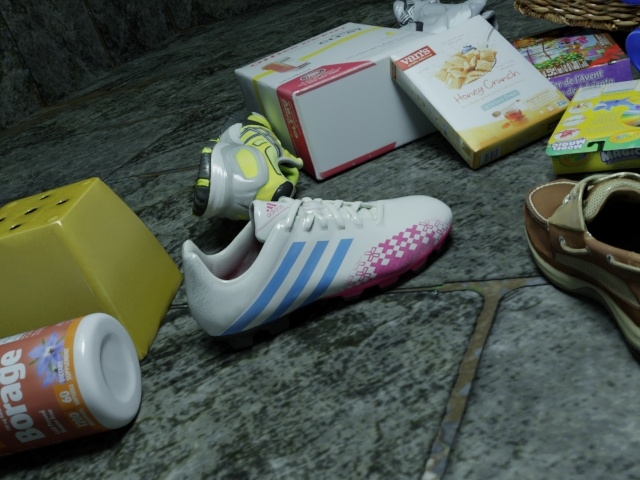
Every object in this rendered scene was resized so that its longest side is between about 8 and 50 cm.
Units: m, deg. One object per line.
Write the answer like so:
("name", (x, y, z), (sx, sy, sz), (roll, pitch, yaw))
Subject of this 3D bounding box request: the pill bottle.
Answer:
("pill bottle", (-0.308, 0.158, 0.802), (0.216, 0.121, 0.121), (-16, 24, 10))

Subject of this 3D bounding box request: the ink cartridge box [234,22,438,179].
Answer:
("ink cartridge box", (0.032, -0.272, 1.411), (0.279, 0.160, 0.385), (-25, 24, -12))

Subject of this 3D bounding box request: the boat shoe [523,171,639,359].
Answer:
("boat shoe", (0.281, -0.006, 0.702), (0.123, 0.120, 0.324), (-21, 24, -3))

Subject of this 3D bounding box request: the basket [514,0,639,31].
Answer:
("basket", (0.499, -0.435, 1.358), (0.299, 0.223, 0.213), (13, 62, 16))

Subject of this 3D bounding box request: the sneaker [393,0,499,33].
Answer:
("sneaker", (0.275, -0.463, 1.675), (0.210, 0.137, 0.366), (-13, 30, 13))

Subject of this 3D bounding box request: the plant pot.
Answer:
("plant pot", (-0.328, 0.042, 0.984), (0.212, 0.187, 0.212), (-14, 25, 12))

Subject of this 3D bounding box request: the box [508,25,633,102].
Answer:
("box", (0.397, -0.297, 1.311), (0.201, 0.057, 0.293), (-13, 25, 15))

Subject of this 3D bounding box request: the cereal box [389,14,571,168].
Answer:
("cereal box", (0.237, -0.231, 1.163), (0.173, 0.047, 0.240), (-27, 57, -11))

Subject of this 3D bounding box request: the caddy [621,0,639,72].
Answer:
("caddy", (0.556, -0.329, 1.039), (0.179, 0.241, 0.341), (-26, 25, -4))

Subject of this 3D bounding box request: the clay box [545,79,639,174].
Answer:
("clay box", (0.383, -0.147, 1.009), (0.127, 0.053, 0.222), (-3, 30, 33))

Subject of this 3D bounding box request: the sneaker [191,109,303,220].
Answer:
("sneaker", (-0.107, -0.111, 1.256), (0.147, 0.145, 0.384), (13, 23, -3))

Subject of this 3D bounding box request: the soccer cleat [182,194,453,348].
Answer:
("soccer cleat", (0.000, 0.000, 0.876), (0.331, 0.143, 0.116), (-25, 24, -13))
